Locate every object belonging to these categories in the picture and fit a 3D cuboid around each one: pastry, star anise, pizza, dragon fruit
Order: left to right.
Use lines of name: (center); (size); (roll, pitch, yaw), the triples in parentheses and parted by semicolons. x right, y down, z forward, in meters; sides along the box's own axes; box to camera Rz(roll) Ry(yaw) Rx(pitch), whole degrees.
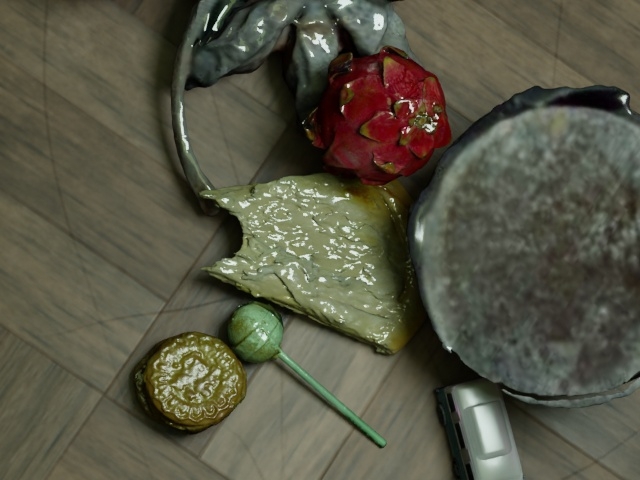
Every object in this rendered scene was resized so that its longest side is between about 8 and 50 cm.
pastry: (-0.126, 0.138, 1.902); (0.109, 0.057, 0.097); (14, 76, -8)
star anise: (-0.009, -0.226, 1.948); (0.316, 0.139, 0.359); (-11, 90, -6)
pizza: (0.000, 0.000, 1.936); (0.262, 0.034, 0.181); (17, 78, -19)
dragon fruit: (0.055, -0.118, 1.880); (0.136, 0.166, 0.133); (32, 55, -8)

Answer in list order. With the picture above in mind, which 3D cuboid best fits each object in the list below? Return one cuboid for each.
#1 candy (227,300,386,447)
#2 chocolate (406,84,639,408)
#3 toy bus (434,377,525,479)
candy: (-0.010, 0.136, 1.931); (0.202, 0.061, 0.061); (41, 76, -9)
chocolate: (0.259, 0.008, 1.899); (0.303, 0.213, 0.303); (0, 89, 23)
toy bus: (0.160, 0.196, 1.928); (0.060, 0.075, 0.123); (-13, 82, -11)
